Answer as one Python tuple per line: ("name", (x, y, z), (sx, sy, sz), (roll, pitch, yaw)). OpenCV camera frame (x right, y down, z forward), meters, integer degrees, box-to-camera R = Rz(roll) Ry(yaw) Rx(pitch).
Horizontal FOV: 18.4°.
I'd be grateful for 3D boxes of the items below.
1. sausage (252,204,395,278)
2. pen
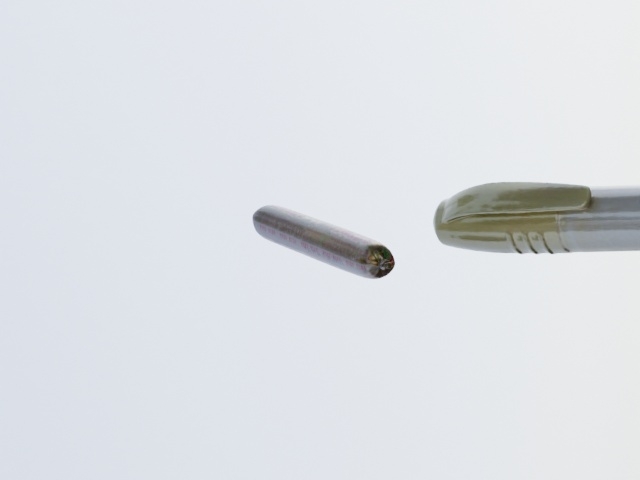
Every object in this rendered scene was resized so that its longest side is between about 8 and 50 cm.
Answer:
("sausage", (0.000, 0.000, 0.718), (0.015, 0.100, 0.015), (-6, -77, -27))
("pen", (0.154, -0.013, 0.886), (0.040, 0.233, 0.032), (48, -131, -47))
